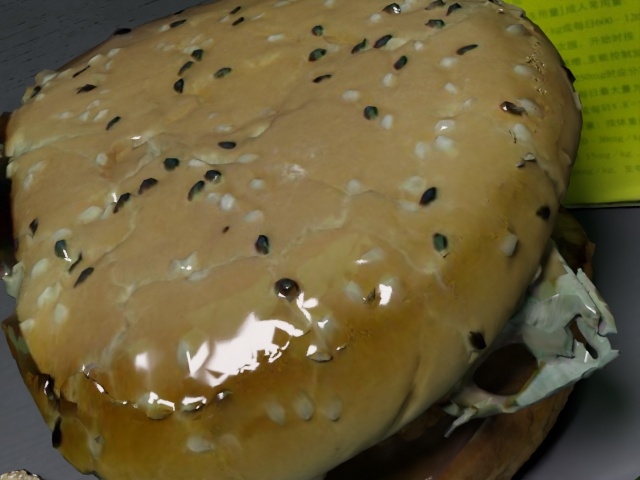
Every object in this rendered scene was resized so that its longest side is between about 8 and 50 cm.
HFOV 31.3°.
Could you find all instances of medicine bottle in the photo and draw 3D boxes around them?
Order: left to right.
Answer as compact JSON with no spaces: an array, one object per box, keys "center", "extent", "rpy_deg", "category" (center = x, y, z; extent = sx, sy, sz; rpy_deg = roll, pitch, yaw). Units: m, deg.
[{"center":[0.170,-0.150,0.626],"extent":[0.141,0.250,0.137],"rpy_deg":[0,44,28],"category":"medicine bottle"}]

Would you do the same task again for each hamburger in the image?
[{"center":[0.000,0.000,0.573],"extent":[0.277,0.195,0.318],"rpy_deg":[-24,40,0],"category":"hamburger"}]

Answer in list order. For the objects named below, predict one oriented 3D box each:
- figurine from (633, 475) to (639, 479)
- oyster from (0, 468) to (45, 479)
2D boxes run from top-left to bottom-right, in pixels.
[{"center":[0.091,0.183,0.346],"extent":[0.127,0.185,0.234],"rpy_deg":[29,69,-5],"category":"figurine"},{"center":[-0.176,0.159,0.604],"extent":[0.054,0.019,0.083],"rpy_deg":[19,51,38],"category":"oyster"}]
